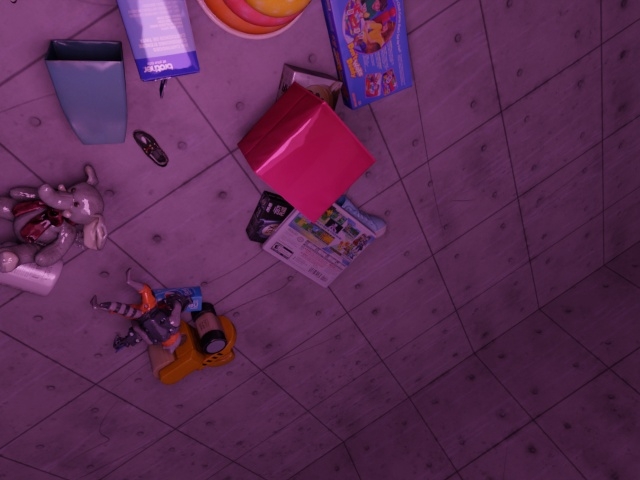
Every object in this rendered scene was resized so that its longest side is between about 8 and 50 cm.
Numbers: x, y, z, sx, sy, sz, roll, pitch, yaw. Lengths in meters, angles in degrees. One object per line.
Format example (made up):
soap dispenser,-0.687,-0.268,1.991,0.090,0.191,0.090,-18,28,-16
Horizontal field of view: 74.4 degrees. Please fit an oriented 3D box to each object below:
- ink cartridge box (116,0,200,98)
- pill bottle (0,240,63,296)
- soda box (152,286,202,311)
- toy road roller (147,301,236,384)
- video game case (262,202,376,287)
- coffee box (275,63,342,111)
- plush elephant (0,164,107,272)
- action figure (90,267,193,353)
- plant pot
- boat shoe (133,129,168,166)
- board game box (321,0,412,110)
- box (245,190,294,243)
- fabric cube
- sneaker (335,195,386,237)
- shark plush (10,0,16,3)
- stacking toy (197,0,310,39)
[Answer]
ink cartridge box,-0.401,-0.557,1.016,0.151,0.270,0.395,-16,126,-13
pill bottle,-0.932,0.076,1.285,0.229,0.131,0.131,29,106,-36
soda box,-0.561,0.227,1.599,0.210,0.067,0.071,-2,122,-24
toy road roller,-0.490,0.433,1.692,0.330,0.202,0.240,-32,140,-4
video game case,0.000,0.000,1.590,0.329,0.036,0.300,35,106,-29
coffee box,-0.062,-0.396,1.378,0.168,0.118,0.297,4,120,-27
plush elephant,-0.741,-0.077,1.196,0.255,0.271,0.330,-38,159,19
action figure,-0.631,0.291,1.462,0.341,0.178,0.330,-41,117,4
plant pot,-0.595,-0.384,1.120,0.166,0.165,0.234,-9,132,-20
boat shoe,-0.519,-0.282,1.295,0.049,0.042,0.133,-35,128,3
board game box,0.157,-0.629,1.349,0.234,0.078,0.346,-24,128,-8
box,-0.172,-0.076,1.569,0.148,0.077,0.180,16,114,-32
fabric cube,-0.049,-0.260,1.236,0.258,0.259,0.254,-46,126,8
sneaker,0.116,-0.094,1.654,0.366,0.135,0.150,1,124,-26
shark plush,-0.739,-0.625,0.958,0.067,0.073,0.161,27,115,-4
stacking toy,-0.109,-0.624,0.971,0.351,0.479,0.350,-12,126,-17
